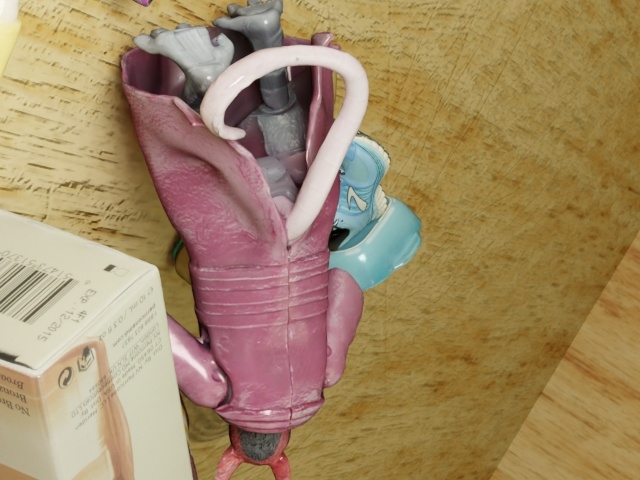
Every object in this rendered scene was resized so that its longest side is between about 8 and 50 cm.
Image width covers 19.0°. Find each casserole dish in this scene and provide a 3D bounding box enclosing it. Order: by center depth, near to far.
[{"bbox_3d":[0.000,0.000,1.665,0.114,0.188,0.037,-54,130,-40],"label":"casserole dish"}]

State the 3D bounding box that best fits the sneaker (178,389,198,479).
[{"bbox_3d":[-0.132,0.182,1.609,0.084,0.069,0.186,30,50,-76],"label":"sneaker"}]

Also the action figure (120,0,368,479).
[{"bbox_3d":[-0.030,0.018,1.372,0.248,0.275,0.370,-13,107,-30],"label":"action figure"}]

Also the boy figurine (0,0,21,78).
[{"bbox_3d":[-0.224,-0.084,1.040,0.177,0.092,0.285,-41,152,-48],"label":"boy figurine"}]

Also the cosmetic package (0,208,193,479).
[{"bbox_3d":[-0.183,0.145,1.298,0.129,0.153,0.296,-45,140,-40],"label":"cosmetic package"}]

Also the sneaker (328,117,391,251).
[{"bbox_3d":[0.015,-0.040,1.547,0.073,0.063,0.162,-53,157,-20],"label":"sneaker"}]

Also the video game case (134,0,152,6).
[{"bbox_3d":[-0.066,-0.289,1.186,0.232,0.042,0.210,-51,159,-20],"label":"video game case"}]

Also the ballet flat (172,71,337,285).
[{"bbox_3d":[-0.034,-0.053,1.601,0.232,0.073,0.080,-58,160,-1],"label":"ballet flat"}]
